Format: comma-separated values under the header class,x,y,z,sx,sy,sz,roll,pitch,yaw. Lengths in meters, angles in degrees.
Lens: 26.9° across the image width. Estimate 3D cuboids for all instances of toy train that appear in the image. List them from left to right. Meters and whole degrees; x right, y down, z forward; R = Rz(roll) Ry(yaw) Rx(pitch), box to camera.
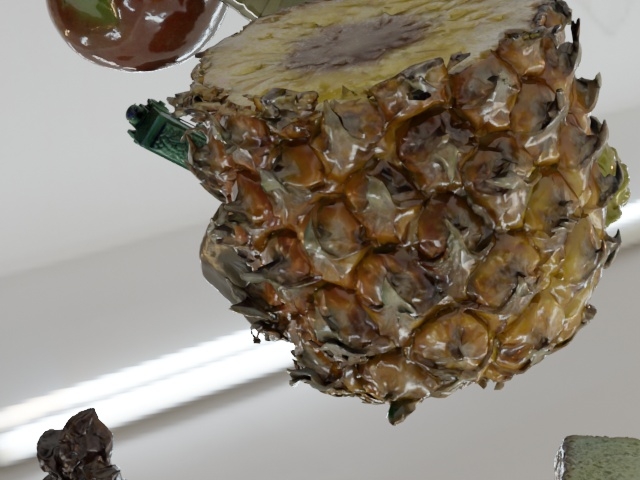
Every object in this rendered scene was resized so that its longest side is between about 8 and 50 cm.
class,x,y,z,sx,sy,sz,roll,pitch,yaw
toy train,-0.193,-0.137,1.852,0.172,0.070,0.099,26,-169,-41

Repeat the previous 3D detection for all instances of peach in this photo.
class,x,y,z,sx,sy,sz,roll,pitch,yaw
peach,-0.226,-0.339,1.731,0.252,0.252,0.252,-3,-161,1

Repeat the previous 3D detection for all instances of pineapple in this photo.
class,x,y,z,sx,sy,sz,roll,pitch,yaw
pineapple,0.061,-0.037,1.051,0.352,0.300,0.352,-11,-164,3

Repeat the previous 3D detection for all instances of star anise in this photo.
class,x,y,z,sx,sy,sz,roll,pitch,yaw
star anise,-0.339,0.362,1.964,0.190,0.220,0.126,-42,173,36

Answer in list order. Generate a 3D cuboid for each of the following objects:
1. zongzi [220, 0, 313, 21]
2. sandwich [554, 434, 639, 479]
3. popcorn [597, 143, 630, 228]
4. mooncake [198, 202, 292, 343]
class,x,y,z,sx,sy,sz,roll,pitch,yaw
zongzi,0.086,-0.375,1.546,0.447,0.418,0.181,-50,-150,-8
sandwich,0.418,0.340,1.702,0.249,0.095,0.273,1,-166,12
popcorn,0.292,-0.066,1.788,0.225,0.173,0.286,-27,-178,-31
mooncake,0.000,0.000,1.726,0.290,0.290,0.161,-21,-120,-40
